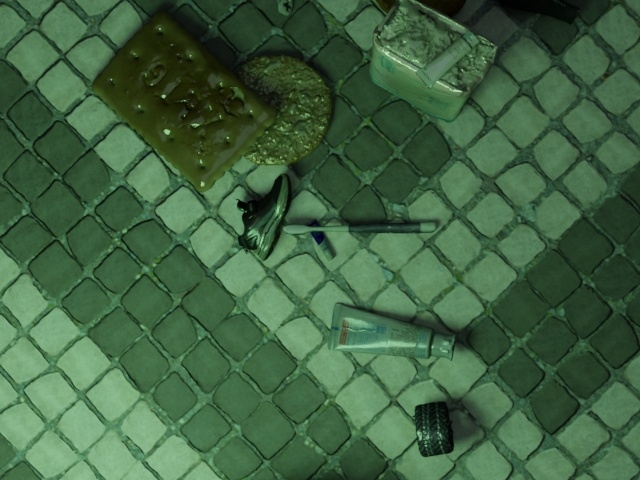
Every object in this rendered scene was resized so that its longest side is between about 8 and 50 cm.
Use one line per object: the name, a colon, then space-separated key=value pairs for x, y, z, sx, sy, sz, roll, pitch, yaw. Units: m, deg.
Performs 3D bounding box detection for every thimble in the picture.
thimble: x=0.207 y=0.342 z=1.903 sx=0.066 sy=0.104 sz=0.095 roll=-11 pitch=83 yaw=9

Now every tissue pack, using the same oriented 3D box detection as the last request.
tissue pack: x=0.191 y=-0.315 z=1.852 sx=0.202 sy=0.271 sz=0.124 roll=27 pitch=87 yaw=3

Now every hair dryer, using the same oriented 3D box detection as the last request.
hair dryer: x=0.414 y=-0.528 z=1.965 sx=0.196 sy=0.075 sz=0.219 roll=21 pitch=81 yaw=-7

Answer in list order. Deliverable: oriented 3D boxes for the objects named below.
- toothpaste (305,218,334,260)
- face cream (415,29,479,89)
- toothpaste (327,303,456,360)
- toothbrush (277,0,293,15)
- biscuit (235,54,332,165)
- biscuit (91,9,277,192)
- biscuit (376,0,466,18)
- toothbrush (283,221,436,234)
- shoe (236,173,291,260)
toothpaste: x=0.000 y=0.000 z=1.974 sx=0.024 sy=0.015 sz=0.083 roll=-27 pitch=81 yaw=-6
face cream: x=0.208 y=-0.296 z=1.704 sx=0.115 sy=0.020 sz=0.038 roll=-41 pitch=88 yaw=1
toothpaste: x=0.132 y=0.179 z=1.943 sx=0.234 sy=0.057 sz=0.089 roll=9 pitch=86 yaw=9
toothbrush: x=-0.039 y=-0.634 z=1.991 sx=0.040 sy=0.042 sz=0.417 roll=4 pitch=87 yaw=42
biscuit: x=-0.084 y=-0.248 z=1.980 sx=0.220 sy=0.033 sz=0.219 roll=0 pitch=86 yaw=1
biscuit: x=-0.258 y=-0.264 z=1.962 sx=0.325 sy=0.044 sz=0.217 roll=44 pitch=89 yaw=12
biscuit: x=0.187 y=-0.481 z=1.959 sx=0.188 sy=0.027 sz=0.187 roll=1 pitch=67 yaw=-3
toothbrush: x=0.074 y=-0.022 z=1.963 sx=0.288 sy=0.026 sz=0.024 roll=-1 pitch=91 yaw=-2
shoe: x=-0.114 y=-0.052 z=1.956 sx=0.100 sy=0.071 sz=0.169 roll=19 pitch=92 yaw=6
